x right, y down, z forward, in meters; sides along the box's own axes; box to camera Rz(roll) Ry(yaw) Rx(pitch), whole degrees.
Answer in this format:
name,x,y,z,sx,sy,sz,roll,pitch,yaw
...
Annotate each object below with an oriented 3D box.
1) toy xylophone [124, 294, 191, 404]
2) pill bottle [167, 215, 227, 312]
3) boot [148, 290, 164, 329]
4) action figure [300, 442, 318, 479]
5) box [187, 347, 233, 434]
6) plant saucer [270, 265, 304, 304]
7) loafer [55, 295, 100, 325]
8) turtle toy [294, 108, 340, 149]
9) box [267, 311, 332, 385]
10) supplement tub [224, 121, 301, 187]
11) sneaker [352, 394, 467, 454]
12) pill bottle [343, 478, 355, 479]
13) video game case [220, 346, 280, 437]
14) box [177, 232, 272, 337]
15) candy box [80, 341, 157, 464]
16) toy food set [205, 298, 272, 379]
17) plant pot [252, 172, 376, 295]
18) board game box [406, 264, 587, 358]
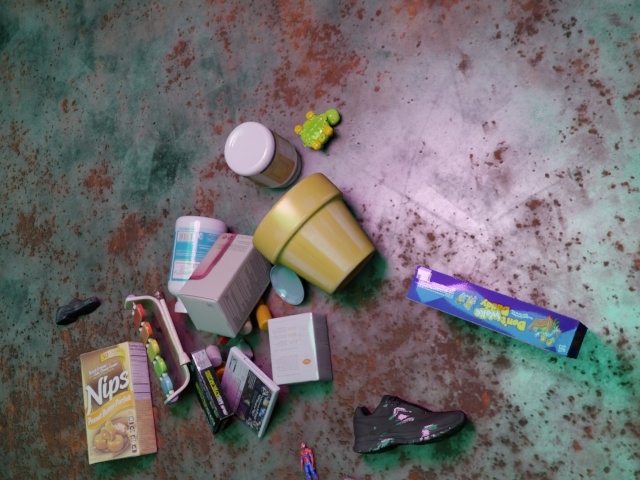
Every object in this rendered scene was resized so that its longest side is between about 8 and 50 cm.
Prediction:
name,x,y,z,sx,sy,sz,roll,pitch,yaw
toy xylophone,-0.438,0.281,1.899,0.081,0.236,0.322,-21,71,-24
pill bottle,-0.342,0.072,1.931,0.146,0.146,0.264,2,82,25
boot,-0.492,0.217,2.037,0.106,0.037,0.114,-24,75,18
action figure,-0.030,0.569,1.759,0.038,0.030,0.115,-25,69,24
box,-0.294,0.399,1.835,0.045,0.184,0.190,-19,70,-25
plant saucer,-0.083,0.113,1.843,0.119,0.021,0.119,26,132,32
loafer,-0.753,0.203,2.148,0.170,0.062,0.061,-25,66,18
turtle toy,0.000,-0.303,1.886,0.095,0.066,0.130,44,99,23
box,-0.052,0.280,1.787,0.130,0.091,0.170,-12,75,22
supplement tub,-0.149,-0.222,1.865,0.144,0.200,0.144,-5,78,24
sneaker,0.199,0.422,1.640,0.286,0.109,0.130,-16,68,20
pill bottle,0.027,0.684,1.656,0.221,0.124,0.124,-48,65,11
video game case,-0.190,0.396,1.817,0.173,0.022,0.190,38,129,26
box,-0.240,0.113,1.816,0.127,0.148,0.232,7,46,28
candy box,-0.582,0.465,2.002,0.183,0.087,0.316,-17,74,22
toy food set,-0.234,0.256,1.876,0.232,0.111,0.104,-52,33,19
plant pot,0.000,0.000,1.746,0.239,0.254,0.254,43,100,9
board game box,0.389,0.158,1.524,0.347,0.233,0.078,19,89,27
